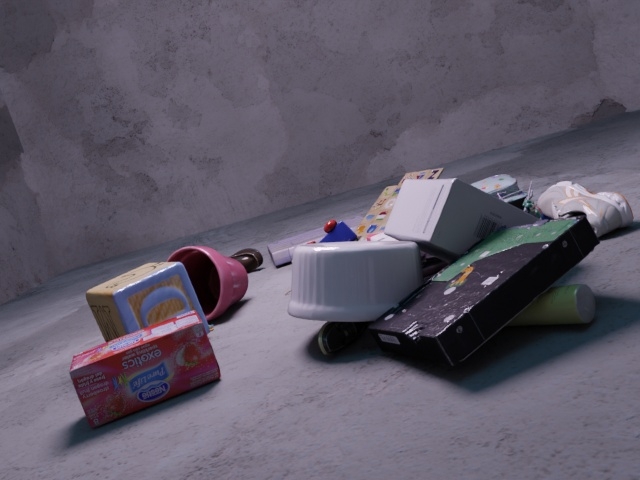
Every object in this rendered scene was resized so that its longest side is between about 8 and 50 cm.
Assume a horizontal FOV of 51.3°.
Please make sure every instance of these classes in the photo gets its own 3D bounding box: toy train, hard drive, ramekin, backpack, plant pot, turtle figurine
[{"bbox_3d":[0.001,0.062,1.840,0.248,0.105,0.143,-45,-14,2],"label":"toy train"},{"bbox_3d":[0.266,0.079,1.113,0.339,0.064,0.237,-35,10,-20],"label":"hard drive"},{"bbox_3d":[0.072,0.072,1.306,0.277,0.135,0.277,-2,3,0],"label":"ramekin"},{"bbox_3d":[0.457,-0.093,1.764,0.166,0.144,0.188,-22,6,5],"label":"backpack"},{"bbox_3d":[-0.293,0.115,1.787,0.201,0.201,0.180,-12,-5,26],"label":"plant pot"},{"bbox_3d":[0.453,-0.045,1.577,0.234,0.118,0.175,-36,7,-21],"label":"turtle figurine"}]

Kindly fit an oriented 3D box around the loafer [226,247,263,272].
[{"bbox_3d":[-0.292,0.091,2.229,0.220,0.080,0.078,-18,18,22],"label":"loafer"}]

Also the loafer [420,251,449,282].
[{"bbox_3d":[0.191,0.054,1.519,0.303,0.095,0.109,-19,10,-9],"label":"loafer"}]

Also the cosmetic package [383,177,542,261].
[{"bbox_3d":[0.288,-0.024,1.373,0.224,0.138,0.225,23,-1,-18],"label":"cosmetic package"}]

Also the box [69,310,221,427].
[{"bbox_3d":[-0.337,0.242,1.288,0.257,0.122,0.128,-20,10,-15],"label":"box"}]

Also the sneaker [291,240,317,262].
[{"bbox_3d":[-0.027,0.038,2.036,0.161,0.075,0.057,-8,13,40],"label":"sneaker"}]

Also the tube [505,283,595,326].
[{"bbox_3d":[0.325,0.112,1.097,0.070,0.062,0.240,19,-20,-36],"label":"tube"}]

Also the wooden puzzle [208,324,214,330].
[{"bbox_3d":[-0.299,0.225,1.666,0.083,0.006,0.049,-12,11,27],"label":"wooden puzzle"}]

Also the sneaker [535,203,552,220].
[{"bbox_3d":[0.603,-0.082,1.690,0.085,0.058,0.152,-20,-1,38],"label":"sneaker"}]

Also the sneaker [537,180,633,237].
[{"bbox_3d":[0.571,-0.066,1.525,0.121,0.099,0.262,-28,17,-16],"label":"sneaker"}]

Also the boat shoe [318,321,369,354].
[{"bbox_3d":[0.045,0.168,1.252,0.049,0.056,0.152,-17,8,30],"label":"boat shoe"}]

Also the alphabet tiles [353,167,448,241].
[{"bbox_3d":[0.242,-0.096,2.062,0.285,0.011,0.342,-2,45,55],"label":"alphabet tiles"}]

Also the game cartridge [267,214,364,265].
[{"bbox_3d":[0.000,0.000,2.265,0.355,0.068,0.230,-18,14,-6],"label":"game cartridge"}]

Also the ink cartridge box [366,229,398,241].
[{"bbox_3d":[0.225,0.016,1.688,0.159,0.092,0.218,-18,8,-8],"label":"ink cartridge box"}]

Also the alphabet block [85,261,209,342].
[{"bbox_3d":[-0.414,0.172,1.592,0.192,0.193,0.197,-26,13,-36],"label":"alphabet block"}]
